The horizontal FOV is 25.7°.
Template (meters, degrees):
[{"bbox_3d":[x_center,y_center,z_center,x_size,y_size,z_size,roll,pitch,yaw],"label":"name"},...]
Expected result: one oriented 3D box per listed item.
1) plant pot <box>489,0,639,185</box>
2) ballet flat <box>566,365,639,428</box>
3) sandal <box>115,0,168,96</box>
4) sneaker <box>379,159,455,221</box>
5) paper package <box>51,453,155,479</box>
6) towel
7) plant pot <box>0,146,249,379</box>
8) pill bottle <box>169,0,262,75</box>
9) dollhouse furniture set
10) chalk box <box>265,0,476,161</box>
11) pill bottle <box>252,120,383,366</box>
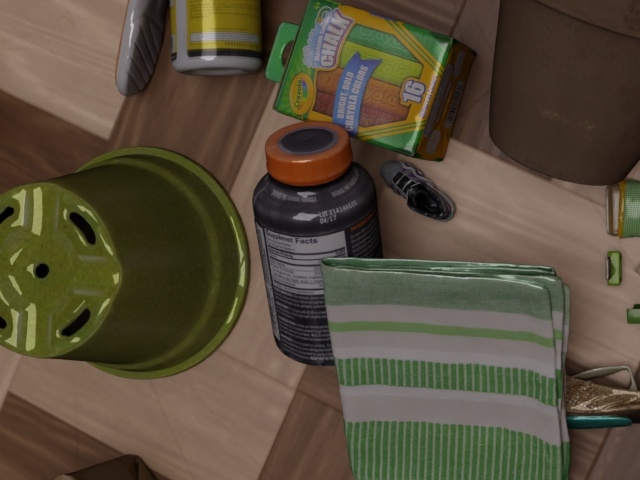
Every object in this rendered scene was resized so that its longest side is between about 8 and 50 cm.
[{"bbox_3d":[0.273,-0.184,1.392,0.263,0.263,0.229,23,115,16],"label":"plant pot"},{"bbox_3d":[0.334,0.163,1.457,0.206,0.073,0.067,3,69,14],"label":"ballet flat"},{"bbox_3d":[-0.214,-0.300,1.602,0.076,0.102,0.265,18,98,14],"label":"sandal"},{"bbox_3d":[0.100,-0.057,1.523,0.098,0.069,0.038,34,100,14],"label":"sneaker"},{"bbox_3d":[-0.273,0.458,1.597,0.325,0.168,0.309,-43,77,13],"label":"paper package"},{"bbox_3d":[0.136,0.163,1.448,0.248,0.038,0.324,2,123,15],"label":"towel"},{"bbox_3d":[-0.249,0.028,1.540,0.276,0.254,0.276,0,91,17],"label":"plant pot"},{"bbox_3d":[-0.118,-0.280,1.570,0.103,0.103,0.184,-1,91,18],"label":"pill bottle"},{"bbox_3d":[0.333,0.009,1.456,0.076,0.058,0.151,0,91,17],"label":"dollhouse furniture set"},{"bbox_3d":[0.039,-0.179,1.507,0.213,0.132,0.132,19,96,16],"label":"chalk box"},{"bbox_3d":[0.000,0.000,1.472,0.130,0.130,0.245,4,123,18],"label":"pill bottle"}]
